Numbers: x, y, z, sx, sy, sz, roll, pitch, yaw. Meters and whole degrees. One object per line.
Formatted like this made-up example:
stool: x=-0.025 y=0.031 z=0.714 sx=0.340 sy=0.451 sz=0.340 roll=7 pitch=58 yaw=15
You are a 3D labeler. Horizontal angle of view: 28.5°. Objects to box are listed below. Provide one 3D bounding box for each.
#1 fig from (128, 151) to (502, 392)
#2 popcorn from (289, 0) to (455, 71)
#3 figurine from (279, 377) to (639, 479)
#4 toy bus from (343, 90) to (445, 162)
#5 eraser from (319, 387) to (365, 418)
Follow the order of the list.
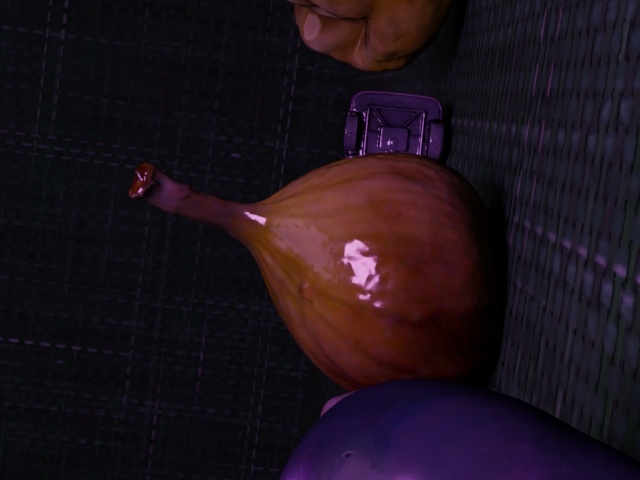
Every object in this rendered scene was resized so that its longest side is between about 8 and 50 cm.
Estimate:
fig: x=0.016 y=-0.004 z=0.757 sx=0.143 sy=0.231 sz=0.160 roll=-32 pitch=26 yaw=29
popcorn: x=0.030 y=-0.338 z=1.040 sx=0.292 sy=0.293 sz=0.334 roll=45 pitch=-144 yaw=-34
figurine: x=0.048 y=0.141 z=0.420 sx=0.145 sy=0.145 sz=0.222 roll=-88 pitch=5 yaw=-56
toy bus: x=0.055 y=-0.035 z=1.064 sx=0.098 sy=0.087 sz=0.178 roll=-48 pitch=-37 yaw=-85
eraser: x=0.025 y=0.181 z=0.740 sx=0.243 sy=0.059 sz=0.204 roll=169 pitch=84 yaw=-83
